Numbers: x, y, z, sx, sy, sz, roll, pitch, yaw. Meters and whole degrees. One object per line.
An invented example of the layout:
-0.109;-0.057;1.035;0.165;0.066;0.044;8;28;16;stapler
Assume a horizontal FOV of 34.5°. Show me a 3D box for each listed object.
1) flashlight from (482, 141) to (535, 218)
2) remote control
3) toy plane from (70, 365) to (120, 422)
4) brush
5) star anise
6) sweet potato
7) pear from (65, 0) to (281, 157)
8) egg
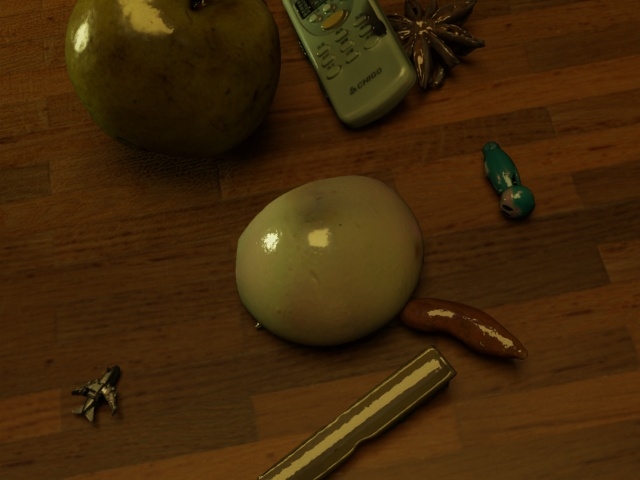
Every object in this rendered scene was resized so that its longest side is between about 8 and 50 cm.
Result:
0.264;-0.086;1.461;0.051;0.051;0.129;-14;53;-4;flashlight
0.039;-0.308;1.578;0.140;0.056;0.296;-36;57;21;remote control
-0.287;0.197;1.344;0.078;0.031;0.083;17;64;29;toy plane
0.047;0.235;1.289;0.282;0.048;0.054;-36;60;-8;brush
0.160;-0.317;1.595;0.195;0.065;0.182;-33;59;-1;star anise
0.179;0.109;1.347;0.202;0.058;0.055;19;86;23;sweet potato
-0.208;-0.258;1.456;0.304;0.304;0.304;-2;59;3;pear
0.015;0.007;1.343;0.271;0.162;0.206;-36;50;-12;egg
